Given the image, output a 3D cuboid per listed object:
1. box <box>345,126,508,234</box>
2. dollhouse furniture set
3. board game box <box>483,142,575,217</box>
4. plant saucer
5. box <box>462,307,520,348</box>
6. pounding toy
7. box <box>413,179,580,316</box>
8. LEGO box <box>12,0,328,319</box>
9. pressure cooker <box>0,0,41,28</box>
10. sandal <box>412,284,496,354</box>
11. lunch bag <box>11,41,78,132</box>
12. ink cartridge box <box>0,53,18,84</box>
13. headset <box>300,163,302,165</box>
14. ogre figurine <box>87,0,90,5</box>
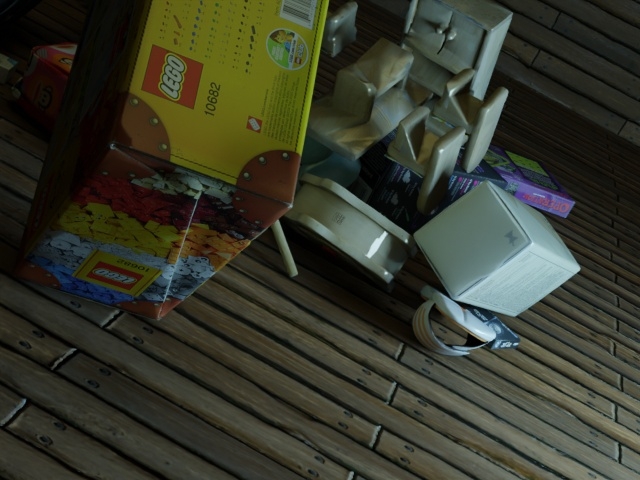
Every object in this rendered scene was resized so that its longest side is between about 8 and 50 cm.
[{"bbox_3d":[0.163,-0.107,2.108,0.270,0.143,0.165,9,29,-37],"label":"box"},{"bbox_3d":[0.115,-0.225,1.936,0.362,0.256,0.394,33,48,19],"label":"dollhouse furniture set"},{"bbox_3d":[0.369,-0.164,2.615,0.347,0.056,0.208,19,19,-22],"label":"board game box"},{"bbox_3d":[-0.030,-0.139,1.985,0.195,0.037,0.195,1,36,0],"label":"plant saucer"},{"bbox_3d":[0.260,0.135,1.853,0.067,0.018,0.083,4,32,-46],"label":"box"},{"bbox_3d":[0.000,0.000,1.784,0.270,0.154,0.154,35,-8,-7],"label":"pounding toy"},{"bbox_3d":[0.275,0.020,1.828,0.121,0.148,0.311,58,15,20],"label":"box"},{"bbox_3d":[-0.153,-0.212,1.356,0.193,0.372,0.500,20,61,-20],"label":"LEGO box"},{"bbox_3d":[-0.563,-0.552,1.939,0.370,0.375,0.420,23,23,-4],"label":"pressure cooker"},{"bbox_3d":[0.179,0.126,1.723,0.102,0.076,0.265,36,0,-4],"label":"sandal"},{"bbox_3d":[-0.317,-0.226,1.842,0.258,0.120,0.293,36,23,20],"label":"lunch bag"},{"bbox_3d":[-0.513,-0.275,1.842,0.083,0.028,0.048,26,22,-6],"label":"ink cartridge box"},{"bbox_3d":[-0.163,-0.165,1.762,0.185,0.243,0.394,44,7,37],"label":"headset"},{"bbox_3d":[-0.444,-0.534,2.417,0.118,0.096,0.197,-1,23,-31],"label":"ogre figurine"}]
